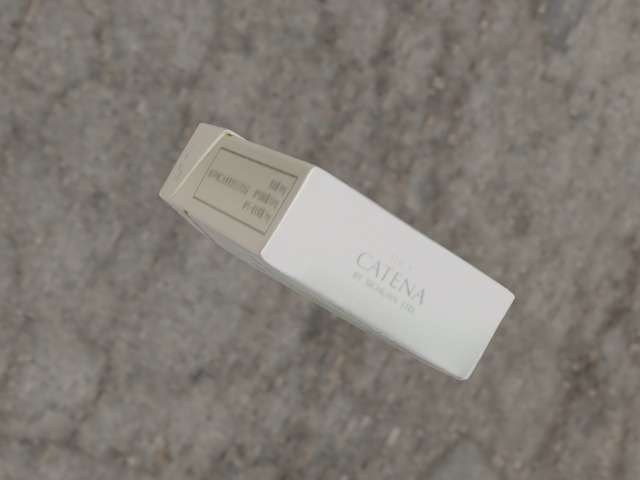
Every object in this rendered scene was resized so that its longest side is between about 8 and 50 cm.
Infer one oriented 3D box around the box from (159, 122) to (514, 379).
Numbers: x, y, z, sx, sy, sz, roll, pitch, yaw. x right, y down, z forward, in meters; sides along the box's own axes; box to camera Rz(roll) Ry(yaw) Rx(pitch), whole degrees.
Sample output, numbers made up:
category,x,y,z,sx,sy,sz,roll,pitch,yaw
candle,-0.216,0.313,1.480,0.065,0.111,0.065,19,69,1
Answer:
category,x,y,z,sx,sy,sz,roll,pitch,yaw
box,0.000,0.000,0.605,0.084,0.154,0.040,30,90,-19
